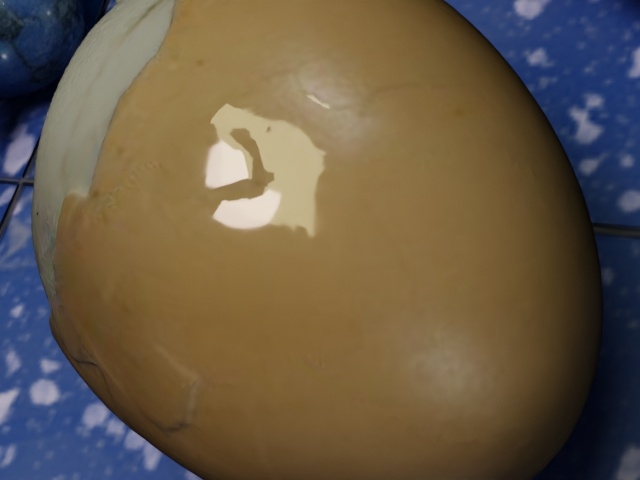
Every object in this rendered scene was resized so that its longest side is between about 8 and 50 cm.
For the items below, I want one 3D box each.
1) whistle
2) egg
[{"bbox_3d":[-0.156,-0.129,0.935,0.090,0.090,0.158,-1,60,28],"label":"whistle"},{"bbox_3d":[0.000,0.000,0.692,0.201,0.201,0.244,-45,61,-5],"label":"egg"}]
